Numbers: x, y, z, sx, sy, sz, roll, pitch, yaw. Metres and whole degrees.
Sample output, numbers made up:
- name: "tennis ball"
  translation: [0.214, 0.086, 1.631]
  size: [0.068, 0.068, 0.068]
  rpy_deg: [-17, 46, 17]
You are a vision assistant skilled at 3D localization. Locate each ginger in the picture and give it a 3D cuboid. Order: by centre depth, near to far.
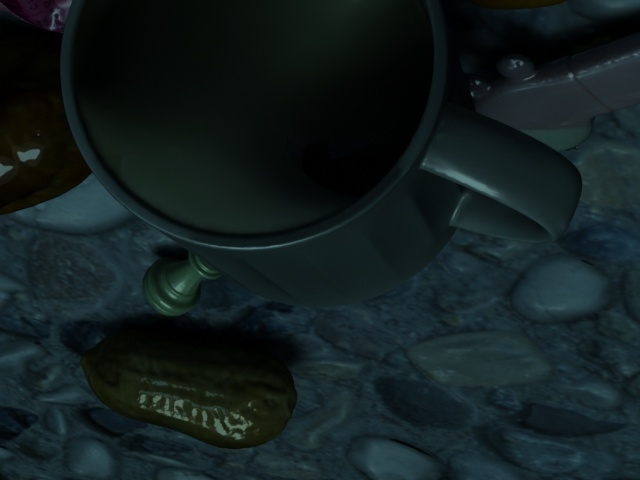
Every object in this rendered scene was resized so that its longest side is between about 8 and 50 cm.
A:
- name: "ginger"
  translation: [-0.327, -0.101, 1.404]
  size: [0.321, 0.165, 0.172]
  rpy_deg: [11, 141, 3]

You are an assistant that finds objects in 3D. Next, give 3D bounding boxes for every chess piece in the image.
- name: "chess piece"
  translation: [-0.109, 0.021, 1.633]
  size: [0.059, 0.059, 0.149]
  rpy_deg: [29, 142, -24]

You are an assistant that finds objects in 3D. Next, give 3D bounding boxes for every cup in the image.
- name: "cup"
  translation: [0.020, -0.072, 1.152]
  size: [0.323, 0.237, 0.327]
  rpy_deg: [21, 175, 12]

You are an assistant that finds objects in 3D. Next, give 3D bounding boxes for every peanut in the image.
- name: "peanut"
  translation: [-0.140, 0.153, 1.812]
  size: [0.236, 0.120, 0.110]
  rpy_deg: [10, 114, 15]

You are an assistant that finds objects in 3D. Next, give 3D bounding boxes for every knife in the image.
- name: "knife"
  translation: [0.274, -0.141, 1.234]
  size: [0.398, 0.038, 0.132]
  rpy_deg: [-15, 148, 38]

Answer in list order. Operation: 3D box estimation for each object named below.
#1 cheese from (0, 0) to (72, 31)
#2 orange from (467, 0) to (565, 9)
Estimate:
- name: "cheese"
  translation: [-0.148, -0.214, 1.252]
  size: [0.244, 0.062, 0.155]
  rpy_deg: [-13, 141, 14]
- name: "orange"
  translation: [0.123, -0.219, 1.066]
  size: [0.155, 0.134, 0.154]
  rpy_deg: [-8, 125, -12]
